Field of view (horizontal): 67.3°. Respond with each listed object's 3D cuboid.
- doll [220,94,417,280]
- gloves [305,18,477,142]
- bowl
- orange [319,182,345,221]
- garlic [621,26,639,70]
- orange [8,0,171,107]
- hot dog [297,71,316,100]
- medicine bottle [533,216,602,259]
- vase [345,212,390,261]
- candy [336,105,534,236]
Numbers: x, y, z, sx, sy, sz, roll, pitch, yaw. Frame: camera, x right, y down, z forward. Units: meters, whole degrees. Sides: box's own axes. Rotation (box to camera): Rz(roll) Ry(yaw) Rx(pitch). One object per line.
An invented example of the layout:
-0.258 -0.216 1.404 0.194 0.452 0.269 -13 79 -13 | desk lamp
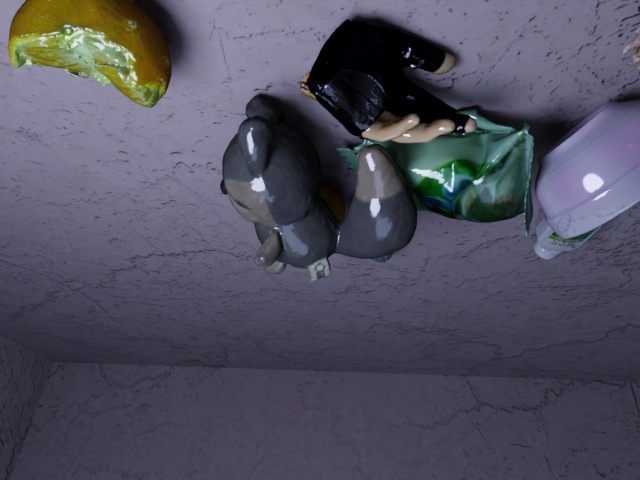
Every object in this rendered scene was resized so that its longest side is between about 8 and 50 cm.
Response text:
-0.016 -0.122 0.978 0.378 0.252 0.383 -15 128 -1 | doll
0.133 -0.258 0.824 0.300 0.197 0.152 25 -178 -3 | gloves
0.511 -0.149 0.878 0.144 0.287 0.287 50 144 6 | bowl
-0.014 -0.067 1.180 0.154 0.134 0.155 -3 151 -1 | orange
0.581 -0.292 0.722 0.229 0.178 0.143 14 121 -48 | garlic
-0.356 -0.320 0.767 0.237 0.159 0.179 15 -175 -6 | orange
0.019 -0.276 0.911 0.133 0.041 0.056 16 148 -18 | hot dog
0.615 -0.022 1.220 0.119 0.070 0.183 5 150 -4 | medicine bottle
0.142 -0.009 1.269 0.128 0.128 0.248 -5 158 16 | vase
0.246 -0.131 1.014 0.397 0.172 0.263 3 147 29 | candy
